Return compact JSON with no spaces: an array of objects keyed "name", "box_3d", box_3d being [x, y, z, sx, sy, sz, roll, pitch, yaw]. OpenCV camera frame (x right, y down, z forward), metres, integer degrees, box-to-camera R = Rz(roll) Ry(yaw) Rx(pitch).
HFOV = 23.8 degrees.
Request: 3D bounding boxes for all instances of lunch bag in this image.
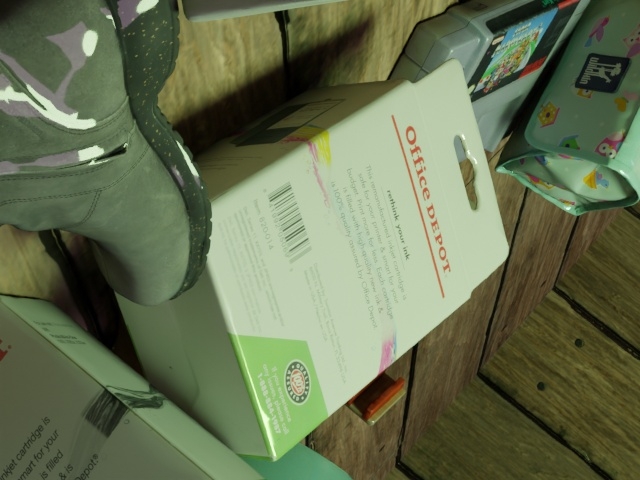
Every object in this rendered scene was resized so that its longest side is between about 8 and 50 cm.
[{"name":"lunch bag","box_3d":[0.333,-0.159,1.748,0.223,0.160,0.262,-62,-173,-9]}]

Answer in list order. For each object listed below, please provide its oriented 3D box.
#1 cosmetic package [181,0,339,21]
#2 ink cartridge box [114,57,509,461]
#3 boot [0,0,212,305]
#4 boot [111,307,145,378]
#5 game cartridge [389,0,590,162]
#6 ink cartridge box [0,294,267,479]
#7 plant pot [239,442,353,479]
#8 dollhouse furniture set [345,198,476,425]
[{"name":"cosmetic package","box_3d":[0.021,-0.213,0.847,0.184,0.151,0.151,-27,111,-57]},{"name":"ink cartridge box","box_3d":[0.000,0.000,1.238,0.353,0.119,0.207,-34,115,-44]},{"name":"boot","box_3d":[-0.188,-0.025,0.901,0.223,0.118,0.338,-41,150,-23]},{"name":"boot","box_3d":[-0.150,0.128,1.332,0.115,0.112,0.305,-36,163,-14]},{"name":"game cartridge","box_3d":[0.163,-0.164,1.613,0.355,0.068,0.230,-30,158,-52]},{"name":"ink cartridge box","box_3d":[-0.171,0.205,1.094,0.211,0.289,0.121,-52,167,5]},{"name":"plant pot","box_3d":[-0.096,0.311,1.574,0.235,0.293,0.293,-63,167,-14]},{"name":"dollhouse furniture set","box_3d":[0.060,0.080,1.721,0.262,0.135,0.259,-39,160,-37]}]
